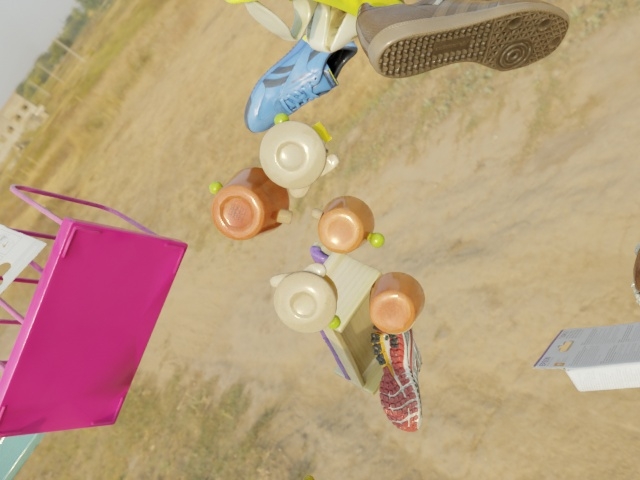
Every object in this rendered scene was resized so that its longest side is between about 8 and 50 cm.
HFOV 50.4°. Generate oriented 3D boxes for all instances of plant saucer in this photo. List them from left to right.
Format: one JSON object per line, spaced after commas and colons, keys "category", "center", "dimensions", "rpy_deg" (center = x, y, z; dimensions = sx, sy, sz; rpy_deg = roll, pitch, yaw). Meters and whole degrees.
{"category": "plant saucer", "center": [-0.553, 0.376, 1.213], "dimensions": [0.067, 0.018, 0.192], "rpy_deg": [35, 90, 21]}

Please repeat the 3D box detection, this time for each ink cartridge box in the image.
{"category": "ink cartridge box", "center": [-0.433, 0.035, 0.801], "dimensions": [0.045, 0.179, 0.145], "rpy_deg": [93, -158, -50]}
{"category": "ink cartridge box", "center": [0.480, 0.181, 1.088], "dimensions": [0.224, 0.045, 0.223], "rpy_deg": [-11, 4, 34]}

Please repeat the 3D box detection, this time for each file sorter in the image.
{"category": "file sorter", "center": [-0.364, 0.091, 0.946], "dimensions": [0.182, 0.202, 0.291], "rpy_deg": [27, 96, 33]}

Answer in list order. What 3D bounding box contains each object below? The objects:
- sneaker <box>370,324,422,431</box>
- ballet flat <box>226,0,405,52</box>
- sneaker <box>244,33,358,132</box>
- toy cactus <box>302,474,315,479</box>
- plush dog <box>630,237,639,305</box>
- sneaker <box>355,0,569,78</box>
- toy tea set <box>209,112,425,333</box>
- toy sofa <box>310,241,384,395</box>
{"category": "sneaker", "center": [0.172, 0.266, 1.356], "dimensions": [0.088, 0.092, 0.225], "rpy_deg": [-16, 76, 42]}
{"category": "ballet flat", "center": [-0.004, -0.208, 0.594], "dimensions": [0.077, 0.231, 0.077], "rpy_deg": [20, 101, 34]}
{"category": "sneaker", "center": [-0.030, -0.239, 1.037], "dimensions": [0.209, 0.069, 0.082], "rpy_deg": [-47, 58, 0]}
{"category": "toy cactus", "center": [-0.047, 0.453, 0.999], "dimensions": [0.112, 0.219, 0.180], "rpy_deg": [1, 87, 21]}
{"category": "plush dog", "center": [0.434, 0.075, 0.578], "dimensions": [0.210, 0.225, 0.262], "rpy_deg": [-25, 15, -9]}
{"category": "sneaker", "center": [0.121, -0.187, 0.575], "dimensions": [0.066, 0.188, 0.071], "rpy_deg": [107, 147, -53]}
{"category": "toy tea set", "center": [0.000, 0.000, 0.922], "dimensions": [0.200, 0.336, 0.124], "rpy_deg": [-32, 6, 20]}
{"category": "toy sofa", "center": [0.053, 0.173, 1.453], "dimensions": [0.177, 0.362, 0.150], "rpy_deg": [26, 68, 30]}
